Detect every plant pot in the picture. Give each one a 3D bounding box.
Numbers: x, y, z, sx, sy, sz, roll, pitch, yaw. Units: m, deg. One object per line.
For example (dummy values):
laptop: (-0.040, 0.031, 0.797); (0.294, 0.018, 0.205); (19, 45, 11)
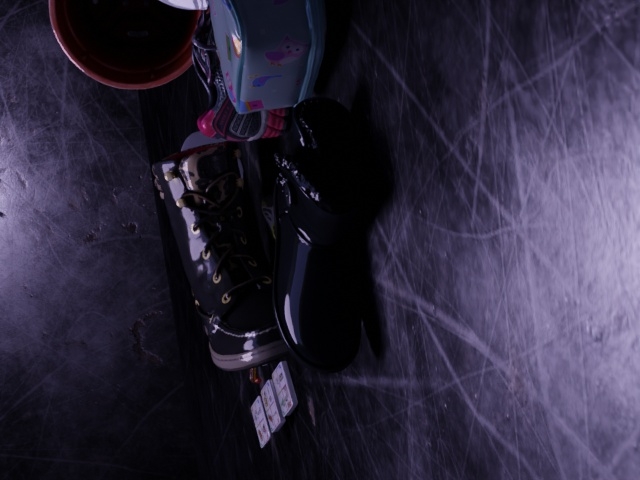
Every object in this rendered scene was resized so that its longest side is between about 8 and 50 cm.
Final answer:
plant pot: (-0.339, -0.435, 1.755); (0.265, 0.273, 0.272); (-113, 18, -67)

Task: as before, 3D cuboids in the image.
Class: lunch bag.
lunch bag: (-0.070, -0.290, 1.048); (0.224, 0.108, 0.279); (105, 155, -72)

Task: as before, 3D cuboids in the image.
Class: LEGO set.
LEGO set: (-0.087, 0.201, 1.632); (0.182, 0.060, 0.244); (120, 138, -50)

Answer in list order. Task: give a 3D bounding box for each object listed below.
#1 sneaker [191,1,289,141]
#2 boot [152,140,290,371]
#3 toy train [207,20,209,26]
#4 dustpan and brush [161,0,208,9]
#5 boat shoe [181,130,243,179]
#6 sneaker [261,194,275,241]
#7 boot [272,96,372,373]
sneaker: (-0.114, -0.275, 1.230); (0.121, 0.112, 0.299); (-168, 70, -76)
boot: (-0.127, 0.011, 1.338); (0.377, 0.138, 0.284); (-152, 45, -75)
toy train: (-0.167, -0.289, 1.577); (0.166, 0.046, 0.125); (-114, 18, -53)
dustpan and brush: (-0.212, -0.358, 1.210); (0.211, 0.060, 0.147); (5, 119, 39)
boat shoe: (-0.168, -0.038, 1.631); (0.102, 0.108, 0.301); (121, 130, -63)
sneaker: (-0.065, -0.025, 1.369); (0.035, 0.031, 0.083); (105, 152, -60)
boot: (0.000, 0.000, 0.994); (0.207, 0.094, 0.246); (111, 153, -71)
